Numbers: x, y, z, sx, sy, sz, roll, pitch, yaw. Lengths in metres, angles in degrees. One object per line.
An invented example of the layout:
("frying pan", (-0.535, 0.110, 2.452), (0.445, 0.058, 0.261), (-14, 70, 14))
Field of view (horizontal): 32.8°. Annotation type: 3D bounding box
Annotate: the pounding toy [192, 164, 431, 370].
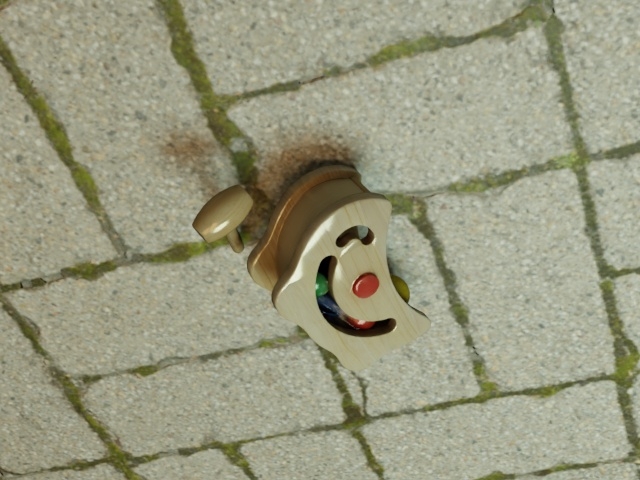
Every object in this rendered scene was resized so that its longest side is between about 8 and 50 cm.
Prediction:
("pounding toy", (0.000, 0.000, 1.126), (0.154, 0.155, 0.269), (-45, 131, 2))
